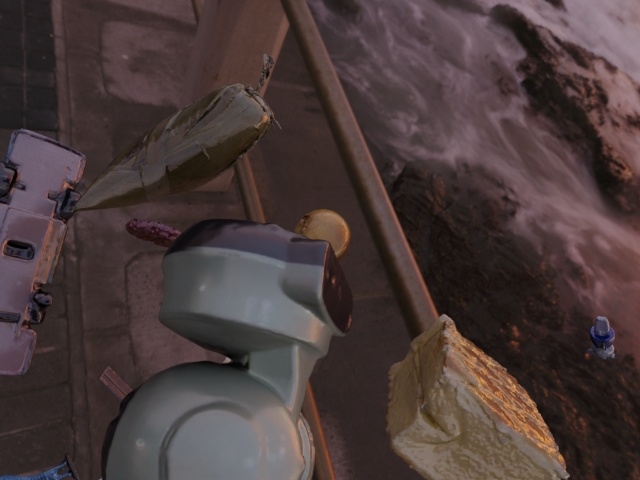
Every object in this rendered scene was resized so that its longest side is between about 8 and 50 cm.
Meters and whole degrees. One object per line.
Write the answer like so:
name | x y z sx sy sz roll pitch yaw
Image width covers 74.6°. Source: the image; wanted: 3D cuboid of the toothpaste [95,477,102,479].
toothpaste | -0.579 0.651 0.880 0.313 0.071 0.089 -36 71 -29

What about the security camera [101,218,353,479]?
security camera | -0.085 0.138 0.403 0.191 0.197 0.277 4 66 14

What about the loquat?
loquat | 0.000 0.000 0.956 0.141 0.141 0.141 13 56 -20

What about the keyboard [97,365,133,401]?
keyboard | -0.672 0.516 1.429 0.198 0.010 0.063 56 22 -18

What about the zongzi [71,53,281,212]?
zongzi | -0.136 -0.094 0.419 0.081 0.189 0.178 59 38 -12

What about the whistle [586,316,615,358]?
whistle | 0.377 0.132 0.567 0.029 0.033 0.083 -56 133 -40

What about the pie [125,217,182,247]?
pie | -0.416 -0.016 1.073 0.155 0.154 0.036 18 71 -17

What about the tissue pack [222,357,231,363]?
tissue pack | -0.169 0.421 1.262 0.223 0.186 0.090 4 34 18

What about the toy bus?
toy bus | -0.422 0.016 0.571 0.112 0.138 0.316 27 61 -43

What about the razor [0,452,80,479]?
razor | -0.762 0.615 1.087 0.253 0.042 0.081 -12 103 3

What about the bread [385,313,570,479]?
bread | 0.391 0.465 1.133 0.390 0.279 0.371 40 20 -1
